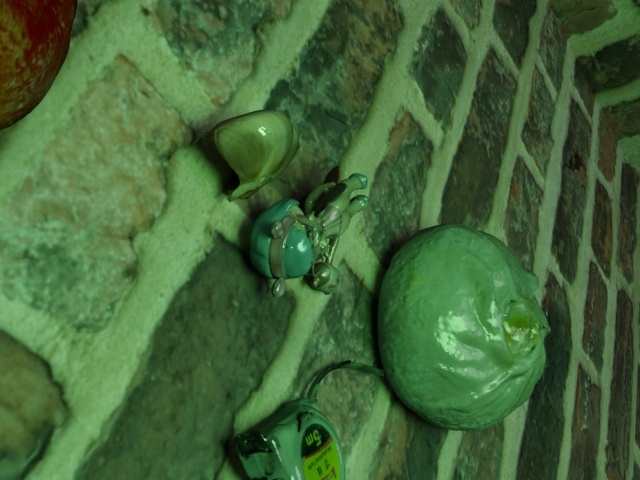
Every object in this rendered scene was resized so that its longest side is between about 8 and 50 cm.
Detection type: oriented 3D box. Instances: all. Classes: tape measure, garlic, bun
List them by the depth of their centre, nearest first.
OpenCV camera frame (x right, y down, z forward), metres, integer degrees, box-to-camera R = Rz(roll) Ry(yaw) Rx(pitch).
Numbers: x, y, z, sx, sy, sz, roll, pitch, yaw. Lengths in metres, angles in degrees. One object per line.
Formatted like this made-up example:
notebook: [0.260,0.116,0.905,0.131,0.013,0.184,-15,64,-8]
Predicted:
garlic: [-0.085,-0.123,0.879,0.099,0.124,0.174,56,14,-1]
tape measure: [0.005,0.268,0.920,0.330,0.084,0.164,-14,90,-63]
bun: [0.255,0.148,1.128,0.361,0.211,0.362,13,73,-48]

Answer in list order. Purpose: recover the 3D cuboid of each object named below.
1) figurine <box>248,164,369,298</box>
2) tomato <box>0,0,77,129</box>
figurine: [-0.010,-0.010,0.962,0.260,0.102,0.205,-42,148,-49]
tomato: [-0.340,-0.264,0.591,0.338,0.143,0.339,14,72,-48]
